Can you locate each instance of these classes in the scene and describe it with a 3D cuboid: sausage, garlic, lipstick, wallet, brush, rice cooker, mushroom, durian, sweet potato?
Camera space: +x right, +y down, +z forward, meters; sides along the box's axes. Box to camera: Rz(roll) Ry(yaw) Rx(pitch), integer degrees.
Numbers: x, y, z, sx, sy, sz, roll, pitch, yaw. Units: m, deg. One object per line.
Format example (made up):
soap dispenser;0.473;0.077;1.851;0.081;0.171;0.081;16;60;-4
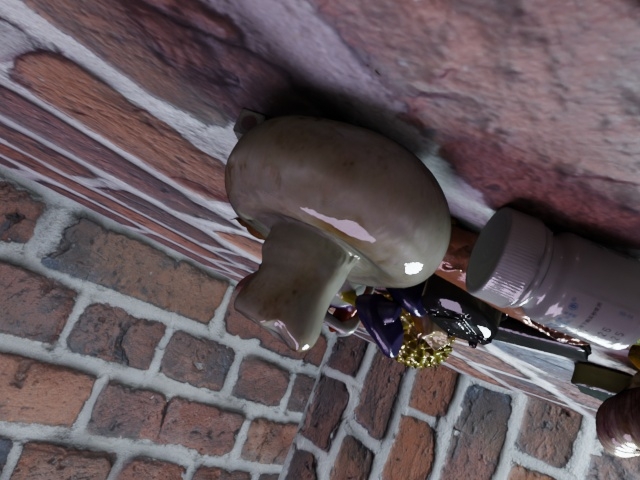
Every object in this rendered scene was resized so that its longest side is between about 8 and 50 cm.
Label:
sausage;0.263;0.063;0.680;0.326;0.079;0.087;27;-163;-14
garlic;0.655;0.335;0.998;0.244;0.161;0.245;-8;151;-4
lipstick;-0.074;-0.113;0.629;0.030;0.030;0.129;20;168;9
wallet;0.388;0.185;1.080;0.320;0.044;0.170;10;164;33
brush;0.675;0.346;1.223;0.123;0.059;0.197;14;166;39
rice cooker;0.232;0.099;0.831;0.112;0.107;0.165;-2;141;46
mushroom;0.000;0.000;0.530;0.243;0.244;0.243;21;168;5
durian;0.245;0.242;1.336;0.260;0.187;0.153;11;177;-13
sweet potato;-0.121;-0.031;1.024;0.194;0.057;0.056;17;168;44
garlic;0.225;0.133;0.995;0.115;0.128;0.207;-23;170;1

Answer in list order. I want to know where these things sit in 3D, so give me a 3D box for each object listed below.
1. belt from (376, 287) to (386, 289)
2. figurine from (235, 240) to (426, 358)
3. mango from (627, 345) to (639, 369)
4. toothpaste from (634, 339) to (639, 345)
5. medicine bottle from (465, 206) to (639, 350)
belt;0.064;0.065;1.109;0.071;0.053;0.232;33;162;-30
figurine;0.002;0.082;0.958;0.193;0.154;0.420;43;157;-26
mango;0.516;0.171;0.708;0.105;0.084;0.159;10;-167;-19
toothpaste;0.458;0.126;0.710;0.043;0.037;0.178;27;167;-16
medicine bottle;0.252;0.041;0.546;0.167;0.105;0.105;22;168;-1
